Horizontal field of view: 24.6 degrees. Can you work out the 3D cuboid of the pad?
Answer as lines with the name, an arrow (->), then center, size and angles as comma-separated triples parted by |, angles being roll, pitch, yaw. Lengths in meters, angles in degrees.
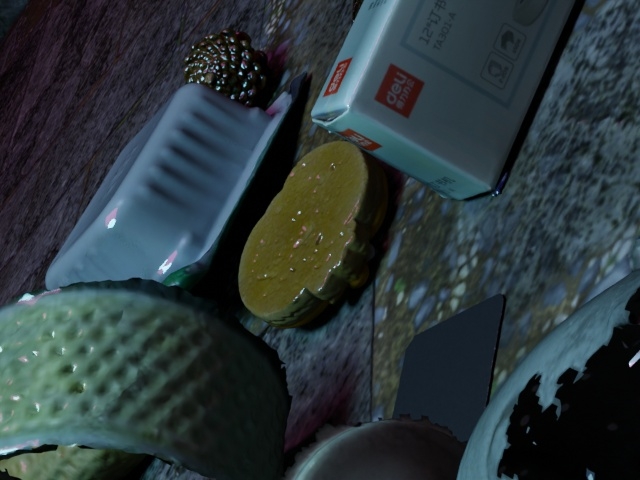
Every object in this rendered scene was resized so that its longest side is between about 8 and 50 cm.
pad -> 0.077, 0.117, 0.980 | 0.112, 0.003, 0.157 | -32, 36, 50

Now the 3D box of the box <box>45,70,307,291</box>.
box -> -0.166, -0.033, 1.477 | 0.264, 0.106, 0.336 | -40, 19, 41

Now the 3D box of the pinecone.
pinecone -> -0.105, -0.186, 1.616 | 0.102, 0.102, 0.109 | -57, 22, 11

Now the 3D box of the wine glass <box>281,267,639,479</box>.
wine glass -> 0.127, 0.119, 0.635 | 0.357, 0.190, 0.190 | -37, 32, 56

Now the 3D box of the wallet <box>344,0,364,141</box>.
wallet -> 0.067, -0.200, 1.333 | 0.133, 0.039, 0.243 | -42, 29, 38

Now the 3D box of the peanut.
peanut -> -0.234, 0.206, 1.423 | 0.236, 0.120, 0.110 | -46, 54, 20

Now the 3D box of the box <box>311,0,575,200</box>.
box -> 0.111, -0.173, 1.083 | 0.269, 0.135, 0.079 | -65, 19, -10

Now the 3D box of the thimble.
thimble -> -0.154, 0.171, 1.073 | 0.271, 0.271, 0.150 | -46, 28, 34

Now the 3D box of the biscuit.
biscuit -> 0.003, 0.002, 1.225 | 0.170, 0.050, 0.170 | -37, 37, 34
